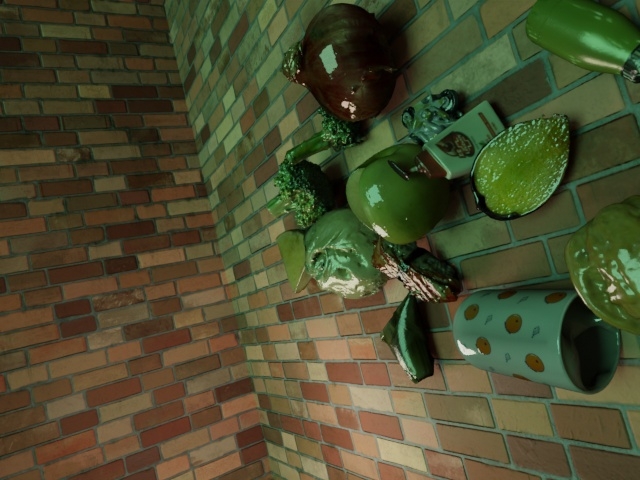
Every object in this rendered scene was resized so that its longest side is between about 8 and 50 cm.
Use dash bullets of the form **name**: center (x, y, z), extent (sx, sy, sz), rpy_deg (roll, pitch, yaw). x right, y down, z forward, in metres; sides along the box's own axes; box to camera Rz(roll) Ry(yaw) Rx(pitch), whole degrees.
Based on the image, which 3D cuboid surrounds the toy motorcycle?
- **toy motorcycle**: center (0.310, -0.324, 1.338), extent (0.225, 0.073, 0.152), rpy_deg (-6, 95, 60)

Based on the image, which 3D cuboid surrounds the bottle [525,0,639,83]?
- **bottle**: center (0.527, -0.391, 0.920), extent (0.260, 0.112, 0.112), rpy_deg (53, 140, 36)

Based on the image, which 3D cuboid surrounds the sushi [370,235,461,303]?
- **sushi**: center (0.277, 0.077, 1.426), extent (0.332, 0.130, 0.124), rpy_deg (35, 136, 24)

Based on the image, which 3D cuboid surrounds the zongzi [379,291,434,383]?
- **zongzi**: center (0.304, 0.303, 1.502), extent (0.221, 0.112, 0.242), rpy_deg (57, 142, 35)

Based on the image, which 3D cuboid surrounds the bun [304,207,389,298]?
- **bun**: center (0.084, 0.046, 1.678), extent (0.362, 0.235, 0.325), rpy_deg (23, 113, 47)

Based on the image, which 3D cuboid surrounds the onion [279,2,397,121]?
- **onion**: center (0.087, -0.530, 1.437), extent (0.354, 0.354, 0.353), rpy_deg (25, 120, 54)

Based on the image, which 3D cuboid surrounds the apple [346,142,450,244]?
- **apple**: center (0.219, -0.129, 1.342), extent (0.254, 0.292, 0.292), rpy_deg (54, 152, -14)

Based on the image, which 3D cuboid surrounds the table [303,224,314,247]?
- **table**: center (0.000, 0.000, 1.888), extent (0.043, 0.134, 0.133), rpy_deg (-17, 84, 58)

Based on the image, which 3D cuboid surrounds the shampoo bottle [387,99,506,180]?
- **shampoo bottle**: center (0.315, -0.221, 1.175), extent (0.071, 0.284, 0.153), rpy_deg (68, 178, -72)

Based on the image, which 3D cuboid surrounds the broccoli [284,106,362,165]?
- **broccoli**: center (0.011, -0.362, 1.675), extent (0.275, 0.198, 0.177), rpy_deg (-31, 91, 24)

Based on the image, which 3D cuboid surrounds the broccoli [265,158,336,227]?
- **broccoli**: center (-0.063, -0.173, 1.780), extent (0.288, 0.260, 0.235), rpy_deg (51, 161, -30)

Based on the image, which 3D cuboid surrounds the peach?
- **peach**: center (0.461, -0.174, 1.093), extent (0.189, 0.068, 0.279), rpy_deg (38, 123, 3)

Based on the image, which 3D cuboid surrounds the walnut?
- **walnut**: center (0.583, 0.052, 0.861), extent (0.224, 0.257, 0.256), rpy_deg (68, 179, -70)

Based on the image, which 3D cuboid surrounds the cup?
- **cup**: center (0.472, 0.214, 1.102), extent (0.317, 0.213, 0.212), rpy_deg (-7, 93, 60)

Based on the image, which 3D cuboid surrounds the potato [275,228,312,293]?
- **potato**: center (-0.058, 0.061, 2.030), extent (0.255, 0.112, 0.269), rpy_deg (-35, 72, 53)
